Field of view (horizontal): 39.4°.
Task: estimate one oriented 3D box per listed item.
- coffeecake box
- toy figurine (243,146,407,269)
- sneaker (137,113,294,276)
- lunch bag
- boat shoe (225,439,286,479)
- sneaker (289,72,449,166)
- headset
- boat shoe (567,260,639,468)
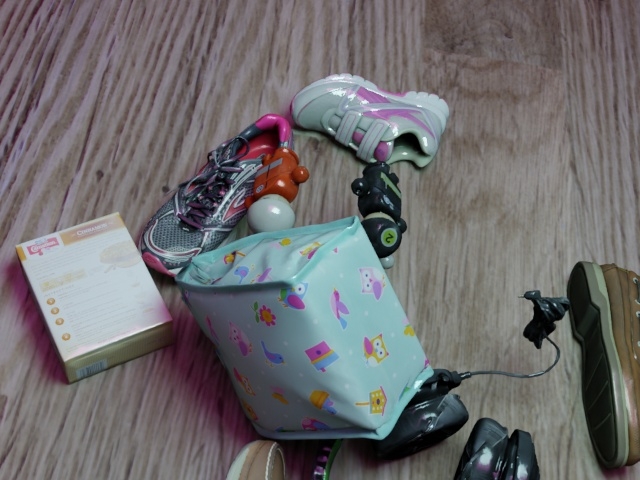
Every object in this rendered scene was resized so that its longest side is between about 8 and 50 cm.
[{"bbox_3d":[-0.293,0.070,1.160,0.142,0.068,0.185,-20,61,-22],"label":"coffeecake box"},{"bbox_3d":[0.000,0.000,1.172,0.213,0.209,0.148,9,43,-4],"label":"toy figurine"},{"bbox_3d":[-0.147,-0.070,1.257,0.121,0.112,0.299,31,57,12],"label":"sneaker"},{"bbox_3d":[-0.036,0.106,1.027,0.160,0.262,0.223,-42,112,-40],"label":"lunch bag"},{"bbox_3d":[-0.045,0.364,0.944,0.117,0.123,0.324,-9,51,10],"label":"boat shoe"},{"bbox_3d":[0.077,-0.178,1.375,0.253,0.103,0.111,7,53,-4],"label":"sneaker"},{"bbox_3d":[0.160,0.231,1.055,0.243,0.185,0.394,38,69,16],"label":"headset"},{"bbox_3d":[0.410,0.156,1.193,0.105,0.110,0.307,6,55,-4],"label":"boat shoe"}]
